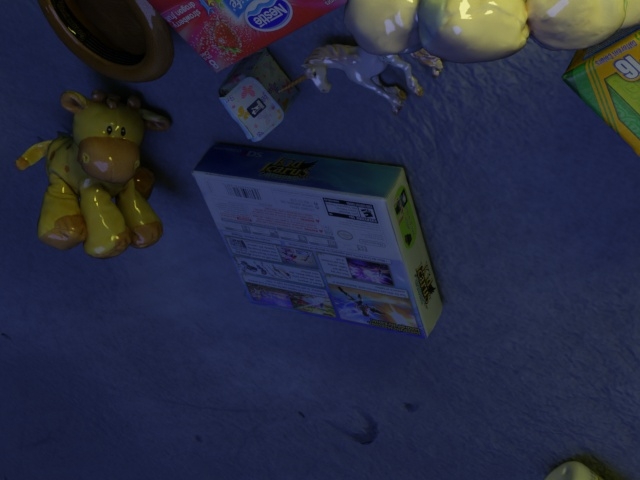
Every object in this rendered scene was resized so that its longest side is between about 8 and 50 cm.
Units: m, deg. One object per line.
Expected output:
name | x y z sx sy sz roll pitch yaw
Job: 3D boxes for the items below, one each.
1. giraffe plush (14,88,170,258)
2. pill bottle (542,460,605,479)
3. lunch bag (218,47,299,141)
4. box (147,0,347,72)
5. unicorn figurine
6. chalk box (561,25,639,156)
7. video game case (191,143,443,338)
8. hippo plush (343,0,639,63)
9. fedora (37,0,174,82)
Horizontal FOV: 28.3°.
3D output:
giraffe plush | -0.271 -0.103 1.602 0.210 0.181 0.170 60 139 19
pill bottle | 0.396 0.406 1.739 0.215 0.117 0.117 37 145 -9
lunch bag | -0.071 -0.160 1.413 0.053 0.083 0.071 -9 128 44
box | -0.043 -0.277 1.210 0.128 0.122 0.257 46 143 -22
unicorn figurine | 0.052 -0.181 1.326 0.111 0.060 0.162 40 129 -11
chalk box | 0.340 -0.133 1.091 0.213 0.132 0.132 41 145 -14
video game case | 0.000 0.000 1.580 0.269 0.061 0.244 10 139 29
hippo plush | 0.150 -0.285 0.996 0.234 0.294 0.236 6 115 29
fedora | -0.227 -0.266 1.403 0.194 0.079 0.194 24 143 20
